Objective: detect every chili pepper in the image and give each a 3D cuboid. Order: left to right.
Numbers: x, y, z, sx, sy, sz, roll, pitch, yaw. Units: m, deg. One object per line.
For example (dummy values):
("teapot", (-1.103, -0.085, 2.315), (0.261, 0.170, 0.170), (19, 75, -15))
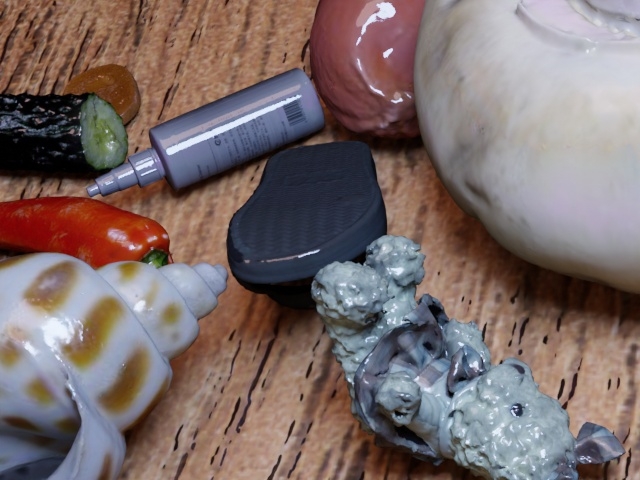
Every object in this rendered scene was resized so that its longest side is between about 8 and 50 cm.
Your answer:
("chili pepper", (-0.186, 0.000, 1.182), (0.272, 0.063, 0.071), (15, 36, 35))

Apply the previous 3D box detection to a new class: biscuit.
("biscuit", (-0.198, -0.122, 1.343), (0.078, 0.015, 0.091), (-20, 42, 2))

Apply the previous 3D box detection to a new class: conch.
("conch", (-0.183, 0.100, 0.998), (0.275, 0.149, 0.182), (-41, 74, 8))

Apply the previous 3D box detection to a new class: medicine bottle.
("medicine bottle", (-0.096, -0.078, 1.220), (0.199, 0.057, 0.057), (-25, 42, -10))

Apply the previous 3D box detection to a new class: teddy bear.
("teddy bear", (0.073, 0.100, 0.948), (0.213, 0.111, 0.133), (44, 31, 18))

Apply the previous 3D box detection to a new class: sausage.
("sausage", (0.077, -0.194, 1.225), (0.148, 0.148, 0.254), (14, 52, 31))

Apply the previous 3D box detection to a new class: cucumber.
("cucumber", (-0.308, -0.099, 1.320), (0.300, 0.072, 0.072), (5, 48, 26))

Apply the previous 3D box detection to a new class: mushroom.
("mushroom", (0.245, -0.144, 1.016), (0.325, 0.353, 0.353), (13, 44, -10))

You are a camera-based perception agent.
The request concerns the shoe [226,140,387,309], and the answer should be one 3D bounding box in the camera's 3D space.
("shoe", (0.000, 0.000, 1.101), (0.108, 0.093, 0.241), (-6, 21, 7))
